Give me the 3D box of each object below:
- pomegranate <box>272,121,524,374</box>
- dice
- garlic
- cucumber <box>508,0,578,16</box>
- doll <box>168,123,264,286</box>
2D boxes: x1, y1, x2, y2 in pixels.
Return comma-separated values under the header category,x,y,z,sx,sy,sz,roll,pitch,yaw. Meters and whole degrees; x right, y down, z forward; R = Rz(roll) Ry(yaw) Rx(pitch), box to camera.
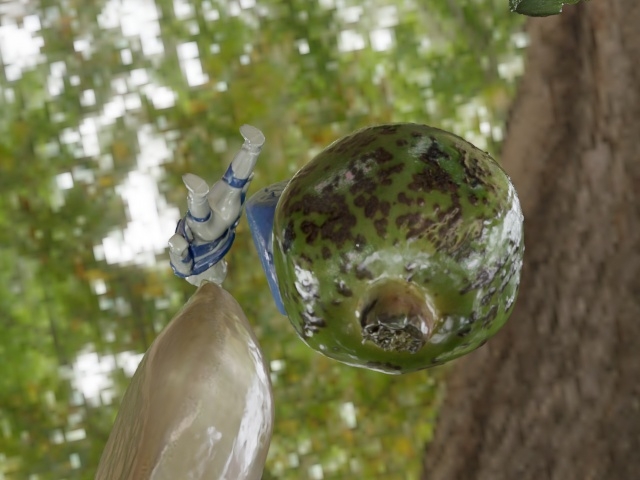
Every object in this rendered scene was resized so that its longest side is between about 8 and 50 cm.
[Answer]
category,x,y,z,sx,sy,sz,roll,pitch,yaw
pomegranate,0.072,0.017,1.698,0.254,0.254,0.270,-8,-146,14
dice,0.000,0.000,2.015,0.143,0.146,0.146,-18,-168,-4
garlic,-0.103,0.166,1.154,0.318,0.112,0.143,-62,-167,-25
cucumber,0.257,-0.288,1.653,0.191,0.130,0.191,-5,179,0
doll,-0.108,-0.013,1.645,0.114,0.057,0.227,-50,167,-31
